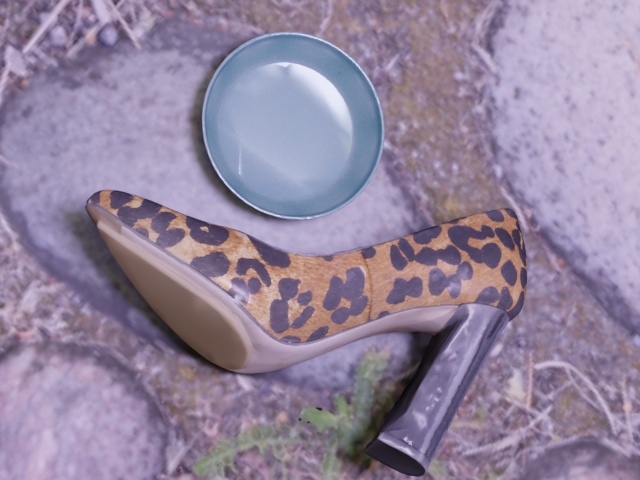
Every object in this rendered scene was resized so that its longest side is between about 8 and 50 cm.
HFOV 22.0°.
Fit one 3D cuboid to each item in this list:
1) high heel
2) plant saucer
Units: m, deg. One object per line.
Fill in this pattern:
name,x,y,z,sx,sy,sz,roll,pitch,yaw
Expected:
high heel,0.000,0.000,1.005,0.261,0.093,0.186,35,63,-9
plant saucer,-0.019,-0.071,1.033,0.119,0.021,0.119,2,82,-17
